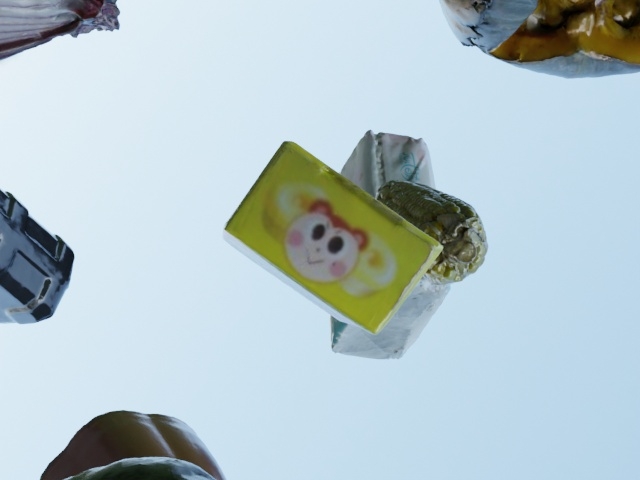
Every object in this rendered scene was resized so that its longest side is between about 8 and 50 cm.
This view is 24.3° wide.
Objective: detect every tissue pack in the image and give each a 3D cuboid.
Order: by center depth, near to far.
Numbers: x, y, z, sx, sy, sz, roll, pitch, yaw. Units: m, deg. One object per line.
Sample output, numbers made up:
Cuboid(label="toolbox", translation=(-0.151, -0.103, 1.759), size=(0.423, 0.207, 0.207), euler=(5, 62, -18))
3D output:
Cuboid(label="tissue pack", translation=(0.085, 0.008, 2.061), size=(0.201, 0.124, 0.271), euler=(124, -29, -45))

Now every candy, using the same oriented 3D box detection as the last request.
Cuboid(label="candy", translation=(0.000, 0.000, 1.194), size=(0.088, 0.146, 0.276), euler=(-54, -176, -4))

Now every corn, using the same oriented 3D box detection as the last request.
Cuboid(label="corn", translation=(0.119, -0.014, 1.679), size=(0.097, 0.097, 0.262), euler=(-48, -160, -1))

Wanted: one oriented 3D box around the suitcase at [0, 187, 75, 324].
Cuboid(label="suitcase", translation=(-0.333, -0.005, 1.010), size=(0.286, 0.206, 0.066), euler=(-6, -126, 29))

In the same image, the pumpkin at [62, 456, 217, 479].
Cuboid(label="pumpkin", translation=(-0.142, 0.277, 1.077), size=(0.242, 0.232, 0.324), euler=(-26, 140, -49))

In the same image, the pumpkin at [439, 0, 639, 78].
Cuboid(label="pumpkin", translation=(0.260, -0.282, 1.381), size=(0.320, 0.320, 0.192), euler=(-25, -129, 41))

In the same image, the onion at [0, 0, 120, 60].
Cuboid(label="onion", translation=(-0.326, -0.283, 1.469), size=(0.227, 0.284, 0.120), euler=(-57, -156, 17))

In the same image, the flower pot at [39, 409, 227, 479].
Cuboid(label="flower pot", translation=(-0.156, 0.272, 1.411), size=(0.190, 0.190, 0.173), euler=(-52, -150, -9))
